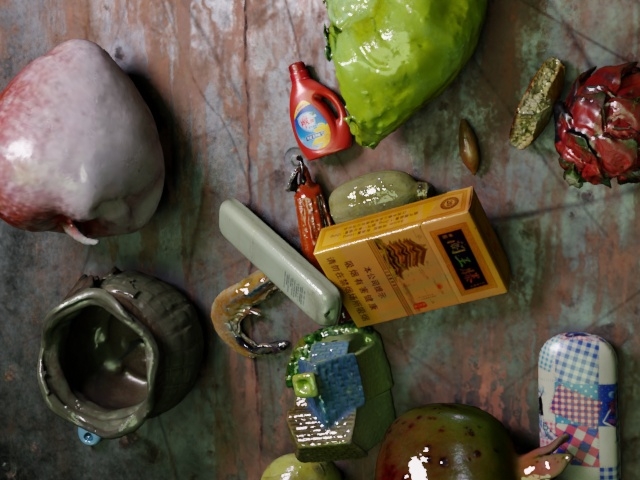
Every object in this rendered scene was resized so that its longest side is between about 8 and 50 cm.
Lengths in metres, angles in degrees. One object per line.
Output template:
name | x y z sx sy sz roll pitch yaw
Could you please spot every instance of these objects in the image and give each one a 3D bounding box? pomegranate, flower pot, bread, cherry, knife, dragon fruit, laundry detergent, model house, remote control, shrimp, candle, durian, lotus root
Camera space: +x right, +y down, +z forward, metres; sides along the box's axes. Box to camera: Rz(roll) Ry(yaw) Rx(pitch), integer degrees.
pomegranate | 0.244 0.387 1.789 0.323 0.291 0.291 -24 92 -3
flower pot | -0.373 0.194 2.001 0.301 0.213 0.302 4 102 20
bread | 0.326 -0.190 1.697 0.054 0.154 0.136 30 137 10
cherry | -0.416 -0.151 1.906 0.326 0.291 0.335 33 69 -16
knife | -0.438 0.281 2.152 0.058 0.032 0.244 9 100 18
dragon fruit | 0.435 -0.175 1.627 0.182 0.189 0.182 25 143 20
laundry detergent | -0.009 -0.223 1.856 0.097 0.049 0.165 -18 93 17
model house | 0.007 0.265 1.879 0.195 0.189 0.214 -5 100 21
remote control | -0.075 0.036 1.882 0.309 0.038 0.090 40 142 32
shrimp | -0.097 0.127 1.966 0.219 0.046 0.152 -37 86 23
candle | 0.000 0.000 1.896 0.084 0.059 0.302 -11 99 11
durian | 0.125 -0.330 1.699 0.339 0.204 0.256 -36 75 23
lotus root | 0.099 -0.069 1.829 0.183 0.077 0.090 -10 98 25

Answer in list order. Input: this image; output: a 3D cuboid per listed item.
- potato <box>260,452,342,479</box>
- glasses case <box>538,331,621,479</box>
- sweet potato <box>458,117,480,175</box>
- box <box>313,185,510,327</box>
potato | -0.033 0.490 1.970 0.169 0.143 0.248 -1 109 18
glasses case | 0.419 0.308 1.781 0.125 0.076 0.328 0 102 21
sweet potato | 0.238 -0.150 1.779 0.034 0.034 0.095 -12 99 24
box | 0.150 0.030 1.794 0.274 0.076 0.174 -15 124 24
